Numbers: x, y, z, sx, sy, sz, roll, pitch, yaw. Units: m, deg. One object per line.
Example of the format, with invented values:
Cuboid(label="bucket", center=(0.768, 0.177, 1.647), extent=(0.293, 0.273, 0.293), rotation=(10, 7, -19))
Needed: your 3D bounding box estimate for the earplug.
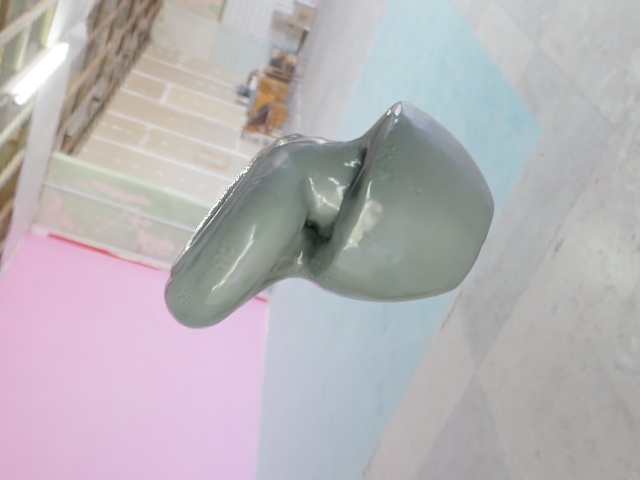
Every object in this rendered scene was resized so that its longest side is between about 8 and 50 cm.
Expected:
Cuboid(label="earplug", center=(-0.005, -0.010, 0.735), extent=(0.175, 0.325, 0.214), rotation=(64, -155, -26))
